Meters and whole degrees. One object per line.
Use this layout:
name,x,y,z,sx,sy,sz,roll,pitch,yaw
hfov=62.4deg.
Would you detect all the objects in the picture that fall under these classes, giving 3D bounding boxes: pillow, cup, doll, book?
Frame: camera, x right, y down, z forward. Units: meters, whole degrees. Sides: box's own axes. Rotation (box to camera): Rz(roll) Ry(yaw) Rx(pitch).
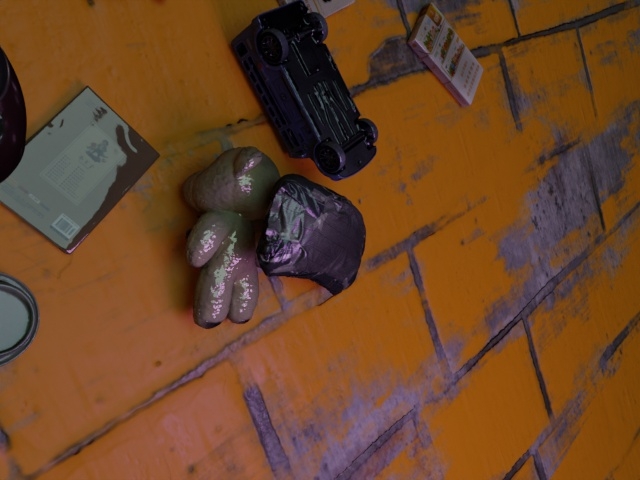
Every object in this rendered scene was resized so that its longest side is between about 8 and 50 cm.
pillow,0.000,0.000,0.861,0.335,0.092,0.162,24,86,-65
cup,-0.380,0.093,0.601,0.120,0.141,0.120,3,85,-35
doll,-0.146,-0.005,0.818,0.149,0.175,0.278,8,91,1
book,-0.334,-0.098,0.726,0.138,0.016,0.199,47,62,-26

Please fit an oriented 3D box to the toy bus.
toy bus,-0.024,-0.240,0.903,0.125,0.133,0.292,-41,109,-38

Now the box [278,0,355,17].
box,-0.010,-0.463,0.994,0.167,0.024,0.090,-41,112,-32

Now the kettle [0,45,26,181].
kettle,-0.390,-0.164,0.544,0.144,0.232,0.202,-33,100,-32

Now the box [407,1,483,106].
box,0.295,-0.427,1.222,0.220,0.032,0.122,36,66,-30
